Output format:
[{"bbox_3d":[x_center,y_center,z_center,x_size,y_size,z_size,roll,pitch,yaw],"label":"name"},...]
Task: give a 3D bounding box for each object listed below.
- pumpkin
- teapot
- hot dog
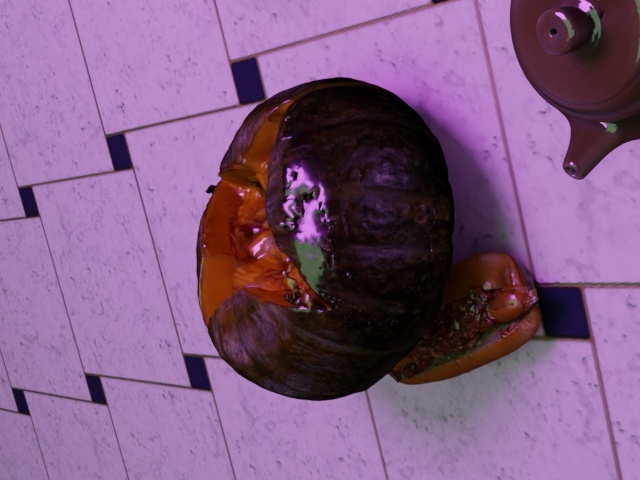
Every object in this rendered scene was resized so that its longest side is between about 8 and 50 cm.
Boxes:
[{"bbox_3d":[0.000,0.000,1.005,0.320,0.192,0.320,-31,54,56],"label":"pumpkin"},{"bbox_3d":[0.218,-0.173,0.731,0.185,0.175,0.267,25,124,38],"label":"teapot"},{"bbox_3d":[0.125,0.084,1.027,0.249,0.076,0.102,-34,77,51],"label":"hot dog"}]
